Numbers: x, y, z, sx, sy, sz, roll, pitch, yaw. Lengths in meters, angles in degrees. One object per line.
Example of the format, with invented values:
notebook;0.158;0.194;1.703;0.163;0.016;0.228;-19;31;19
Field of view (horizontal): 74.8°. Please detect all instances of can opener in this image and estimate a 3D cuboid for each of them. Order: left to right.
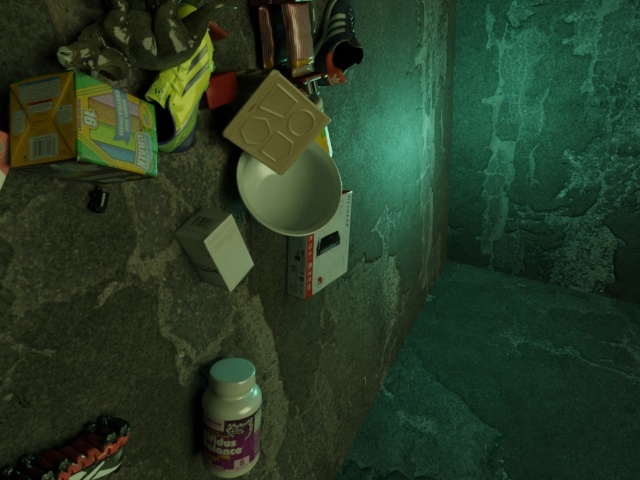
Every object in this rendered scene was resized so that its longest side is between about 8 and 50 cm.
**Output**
can opener;-0.046;-0.539;1.185;0.074;0.093;0.280;-52;143;-43

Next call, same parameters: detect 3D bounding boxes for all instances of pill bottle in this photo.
pill bottle;-0.254;0.499;1.196;0.169;0.169;0.301;-22;120;-56
pill bottle;-0.039;-0.298;1.257;0.136;0.136;0.245;-53;144;-35

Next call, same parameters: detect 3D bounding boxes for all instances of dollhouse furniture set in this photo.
dollhouse furniture set;-0.147;-0.450;0.985;0.374;0.152;0.201;-43;137;-44

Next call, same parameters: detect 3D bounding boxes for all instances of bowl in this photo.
bowl;-0.100;-0.142;1.163;0.298;0.134;0.297;5;76;-22

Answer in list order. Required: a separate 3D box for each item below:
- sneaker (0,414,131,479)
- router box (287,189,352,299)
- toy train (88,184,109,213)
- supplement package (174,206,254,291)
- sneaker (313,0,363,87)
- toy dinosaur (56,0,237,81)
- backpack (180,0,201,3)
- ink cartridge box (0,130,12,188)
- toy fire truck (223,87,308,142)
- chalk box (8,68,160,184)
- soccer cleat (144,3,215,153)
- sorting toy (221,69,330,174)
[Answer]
sneaker;-0.501;0.466;0.820;0.276;0.098;0.135;-13;111;-60
router box;0.000;0.000;1.512;0.301;0.082;0.335;-28;126;-53
toy train;-0.407;-0.128;0.789;0.027;0.036;0.158;4;98;-61
supplement package;-0.260;0.023;1.044;0.105;0.105;0.179;-54;143;-35
sneaker;0.080;-0.629;1.309;0.131;0.148;0.350;37;69;-59
toy dinosaur;-0.305;-0.367;0.740;0.314;0.121;0.160;-21;121;-26
backpack;-0.235;-0.530;0.760;0.166;0.188;0.144;47;62;-57
ink cartridge box;-0.530;-0.127;0.545;0.198;0.067;0.115;31;74;-61
toy fire truck;-0.135;-0.312;1.040;0.135;0.192;0.047;-20;82;-56
chalk box;-0.358;-0.168;0.684;0.213;0.132;0.132;0;87;-73
soccer cleat;-0.287;-0.314;0.830;0.121;0.093;0.289;-21;129;-59
sorting toy;-0.104;-0.276;1.006;0.193;0.038;0.208;-46;134;16
